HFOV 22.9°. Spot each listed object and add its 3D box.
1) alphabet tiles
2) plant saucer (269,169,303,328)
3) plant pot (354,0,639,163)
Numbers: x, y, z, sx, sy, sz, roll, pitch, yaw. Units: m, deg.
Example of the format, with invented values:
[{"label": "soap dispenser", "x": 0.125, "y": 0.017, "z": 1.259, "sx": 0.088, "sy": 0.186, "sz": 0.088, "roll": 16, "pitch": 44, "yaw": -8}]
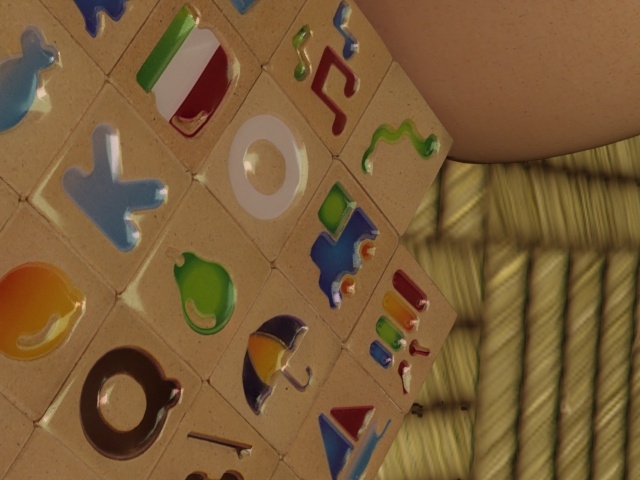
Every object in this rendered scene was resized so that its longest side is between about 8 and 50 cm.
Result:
[{"label": "alphabet tiles", "x": -0.064, "y": -0.002, "z": 0.598, "sx": 0.342, "sy": 0.011, "sz": 0.285, "roll": 50, "pitch": 59, "yaw": -38}, {"label": "plant saucer", "x": 0.000, "y": 0.000, "z": 0.690, "sx": 0.083, "sy": 0.015, "sz": 0.083, "roll": -5, "pitch": 96, "yaw": -51}, {"label": "plant pot", "x": 0.153, "y": -0.176, "z": 0.728, "sx": 0.284, "sy": 0.191, "sz": 0.284, "roll": -5, "pitch": 96, "yaw": -51}]
